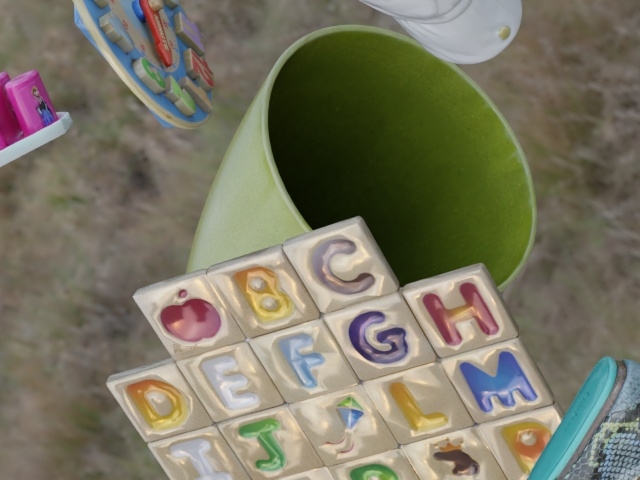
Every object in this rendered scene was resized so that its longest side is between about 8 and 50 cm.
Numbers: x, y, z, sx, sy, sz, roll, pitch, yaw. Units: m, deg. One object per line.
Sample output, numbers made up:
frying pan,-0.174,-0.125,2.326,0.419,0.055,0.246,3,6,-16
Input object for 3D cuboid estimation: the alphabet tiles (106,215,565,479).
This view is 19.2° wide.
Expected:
alphabet tiles,0.028,0.143,1.270,0.285,0.342,0.011,-17,28,25

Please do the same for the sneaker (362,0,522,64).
sneaker,0.035,-0.220,1.453,0.108,0.169,0.292,-53,40,6

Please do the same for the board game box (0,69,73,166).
board game box,-0.424,-0.024,1.366,0.390,0.390,0.050,7,122,58

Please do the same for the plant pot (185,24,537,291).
plant pot,0.000,0.000,1.703,0.293,0.274,0.275,-43,34,47

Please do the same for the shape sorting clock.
shape sorting clock,-0.144,-0.181,1.496,0.040,0.206,0.206,-25,39,15

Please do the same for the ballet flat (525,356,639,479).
ballet flat,0.121,0.147,0.962,0.188,0.070,0.070,-55,27,18
